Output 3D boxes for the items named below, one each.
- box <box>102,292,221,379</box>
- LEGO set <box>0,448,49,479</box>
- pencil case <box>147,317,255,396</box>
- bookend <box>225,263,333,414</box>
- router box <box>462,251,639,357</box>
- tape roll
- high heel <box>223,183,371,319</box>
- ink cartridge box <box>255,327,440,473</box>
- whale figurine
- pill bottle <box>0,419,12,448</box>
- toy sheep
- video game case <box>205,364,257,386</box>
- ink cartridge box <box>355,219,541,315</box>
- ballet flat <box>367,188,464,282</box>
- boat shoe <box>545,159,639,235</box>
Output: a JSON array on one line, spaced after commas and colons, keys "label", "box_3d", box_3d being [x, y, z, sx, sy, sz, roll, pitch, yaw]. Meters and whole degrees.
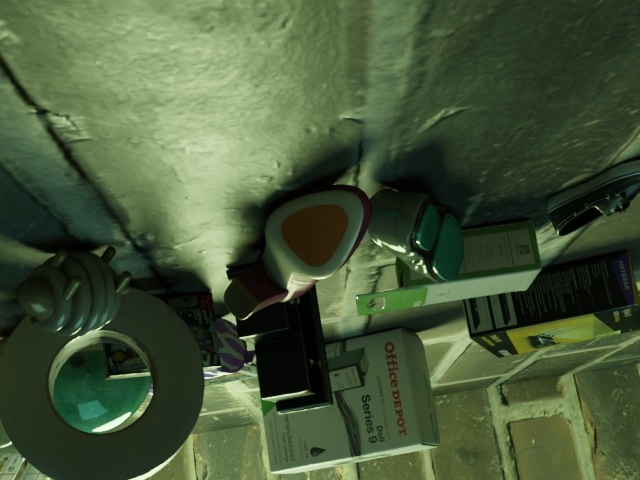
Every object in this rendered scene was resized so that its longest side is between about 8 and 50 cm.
[{"label": "box", "box_3d": [-0.192, 0.113, 1.104, 0.137, 0.094, 0.027, -2, 163, -25]}, {"label": "LEGO set", "box_3d": [-0.436, 0.258, 1.340, 0.182, 0.060, 0.244, 16, 106, -53]}, {"label": "pencil case", "box_3d": [-0.191, 0.174, 1.329, 0.088, 0.086, 0.206, 40, 141, -23]}, {"label": "bookend", "box_3d": [-0.045, 0.116, 1.085, 0.072, 0.156, 0.157, -12, 163, 10]}, {"label": "router box", "box_3d": [0.366, 0.109, 1.431, 0.243, 0.081, 0.309, -14, 164, 16]}, {"label": "tape roll", "box_3d": [-0.238, 0.160, 1.010, 0.219, 0.219, 0.072, -6, 164, -13]}, {"label": "high heel", "box_3d": [0.000, 0.000, 0.894, 0.117, 0.082, 0.244, -33, 169, -40]}, {"label": "ink cartridge box", "box_3d": [0.048, 0.289, 1.657, 0.289, 0.211, 0.121, -16, 162, 19]}, {"label": "whale figurine", "box_3d": [-0.350, 0.185, 1.179, 0.272, 0.141, 0.216, -8, 165, -3]}, {"label": "pill bottle", "box_3d": [-0.565, 0.274, 1.410, 0.216, 0.121, 0.121, -17, 163, 26]}, {"label": "toy sheep", "box_3d": [-0.231, 0.049, 0.880, 0.091, 0.091, 0.132, -21, 166, 36]}, {"label": "video game case", "box_3d": [-0.238, 0.253, 1.713, 0.201, 0.023, 0.183, -14, 164, 13]}, {"label": "ink cartridge box", "box_3d": [0.140, 0.033, 1.068, 0.209, 0.062, 0.109, -9, 164, 1]}, {"label": "ballet flat", "box_3d": [0.094, -0.008, 0.922, 0.068, 0.072, 0.213, 15, 172, 21]}, {"label": "boat shoe", "box_3d": [0.288, -0.043, 0.924, 0.049, 0.040, 0.142, 3, 161, -36]}]
